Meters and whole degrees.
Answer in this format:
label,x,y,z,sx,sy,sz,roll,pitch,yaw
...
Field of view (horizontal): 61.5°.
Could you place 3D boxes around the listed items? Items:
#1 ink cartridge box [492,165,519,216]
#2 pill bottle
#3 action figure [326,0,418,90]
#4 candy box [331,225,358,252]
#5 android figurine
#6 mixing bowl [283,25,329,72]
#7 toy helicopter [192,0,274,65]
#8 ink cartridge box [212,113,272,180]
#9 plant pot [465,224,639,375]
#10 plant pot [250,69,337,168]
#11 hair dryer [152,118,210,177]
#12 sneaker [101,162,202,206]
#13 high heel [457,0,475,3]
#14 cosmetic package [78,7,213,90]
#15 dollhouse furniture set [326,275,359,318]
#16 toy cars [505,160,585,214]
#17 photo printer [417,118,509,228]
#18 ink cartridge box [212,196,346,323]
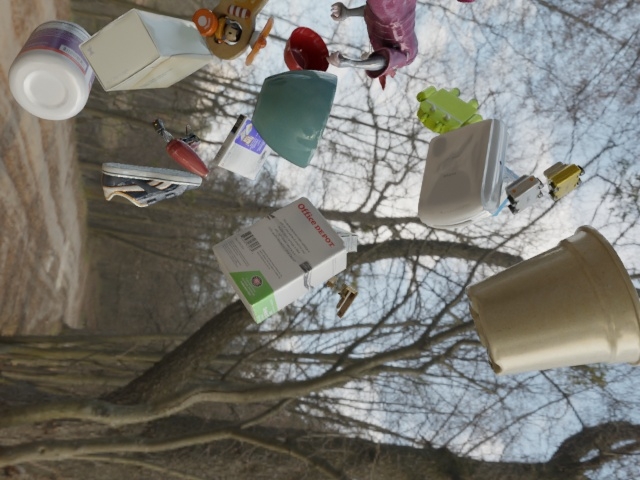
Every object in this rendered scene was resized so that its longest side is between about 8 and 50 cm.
label,x,y,z,sx,sy,sz,roll,pitch,yaw
ink cartridge box,0.551,-0.190,1.876,0.171,0.233,0.168,48,-54,26
pill bottle,-0.696,-0.468,1.431,0.323,0.181,0.181,-106,-146,-49
action figure,0.140,-0.449,1.030,0.370,0.276,0.248,66,18,-60
candy box,0.000,0.000,1.993,0.159,0.233,0.071,24,-67,53
android figurine,0.460,-0.472,1.956,0.248,0.273,0.056,40,-37,19
mixing bowl,-0.066,-0.661,1.931,0.098,0.181,0.181,-14,-114,49
toy helicopter,-0.228,-0.735,1.754,0.355,0.235,0.140,-42,174,19
ink cartridge box,-0.271,-0.341,1.994,0.045,0.208,0.206,39,-79,32
plant pot,0.518,0.167,1.252,0.334,0.305,0.334,-18,90,-81
plant pot,-0.092,-0.381,1.586,0.290,0.195,0.290,-162,-90,-78
hair dryer,-0.515,-0.368,2.120,0.080,0.224,0.293,-43,-115,31
sneaker,-0.567,-0.181,1.811,0.126,0.321,0.127,-144,-119,-61
high heel,0.428,-0.822,1.573,0.117,0.244,0.082,11,-130,44
cosmetic package,-0.391,-0.437,1.254,0.160,0.113,0.309,-24,-167,17
dollhouse furniture set,0.040,0.206,2.142,0.123,0.151,0.144,-57,-163,0
toy cars,0.655,-0.170,1.599,0.087,0.394,0.176,59,-37,21
photo printer,0.415,-0.184,1.587,0.256,0.107,0.307,-9,-119,52
ink cartridge box,-0.097,0.043,1.340,0.198,0.273,0.115,52,-18,27
